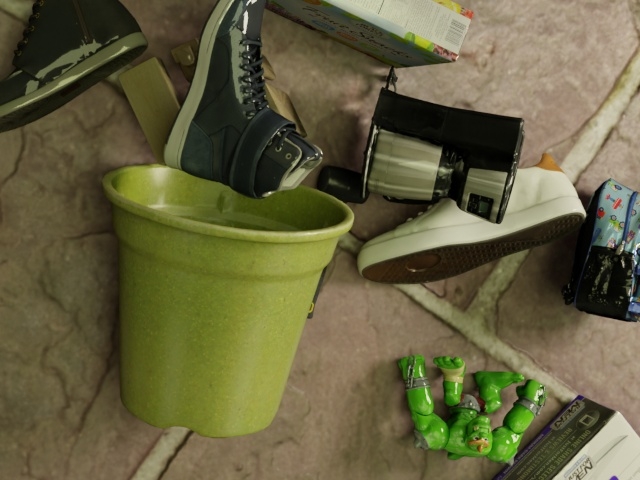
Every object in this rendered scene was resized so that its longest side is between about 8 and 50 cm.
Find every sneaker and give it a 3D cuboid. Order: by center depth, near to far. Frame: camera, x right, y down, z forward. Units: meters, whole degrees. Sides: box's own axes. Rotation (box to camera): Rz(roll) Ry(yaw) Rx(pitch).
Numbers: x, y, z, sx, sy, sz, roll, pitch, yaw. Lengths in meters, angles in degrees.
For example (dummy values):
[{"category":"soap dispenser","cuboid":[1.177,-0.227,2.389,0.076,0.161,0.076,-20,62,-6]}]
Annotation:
[{"category":"sneaker","cuboid":[-0.059,-0.155,1.431,0.163,0.086,0.226,24,105,20]},{"category":"sneaker","cuboid":[-0.313,-0.209,1.476,0.222,0.083,0.118,-30,86,-7]},{"category":"sneaker","cuboid":[0.173,-0.031,1.667,0.290,0.106,0.123,-16,64,-9]}]

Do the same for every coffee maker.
[{"category":"coffee maker","cuboid":[0.148,-0.116,1.576,0.178,0.120,0.171,12,80,5]}]

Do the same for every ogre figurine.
[{"category":"ogre figurine","cuboid":[0.190,0.217,1.689,0.197,0.097,0.118,19,71,-36]}]

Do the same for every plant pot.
[{"category":"plant pot","cuboid":[-0.120,0.070,1.487,0.276,0.276,0.254,5,106,-20]}]

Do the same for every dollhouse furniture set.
[{"category":"dollhouse furniture set","cuboid":[-0.123,-0.157,1.558,0.151,0.123,0.144,-26,86,10]}]

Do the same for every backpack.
[{"category":"backpack","cuboid":[0.385,0.014,1.697,0.117,0.158,0.173,12,87,19]}]

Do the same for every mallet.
[{"category":"mallet","cuboid":[0.000,0.000,1.625,0.062,0.039,0.190,22,92,-22]}]

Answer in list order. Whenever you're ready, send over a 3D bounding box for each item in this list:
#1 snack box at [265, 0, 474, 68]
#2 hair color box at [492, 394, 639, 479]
[{"category":"snack box","cuboid":[0.044,-0.269,1.534,0.207,0.174,0.070,21,87,-21]},{"category":"hair color box","cuboid":[0.397,0.391,1.772,0.185,0.110,0.339,-43,109,-9]}]
